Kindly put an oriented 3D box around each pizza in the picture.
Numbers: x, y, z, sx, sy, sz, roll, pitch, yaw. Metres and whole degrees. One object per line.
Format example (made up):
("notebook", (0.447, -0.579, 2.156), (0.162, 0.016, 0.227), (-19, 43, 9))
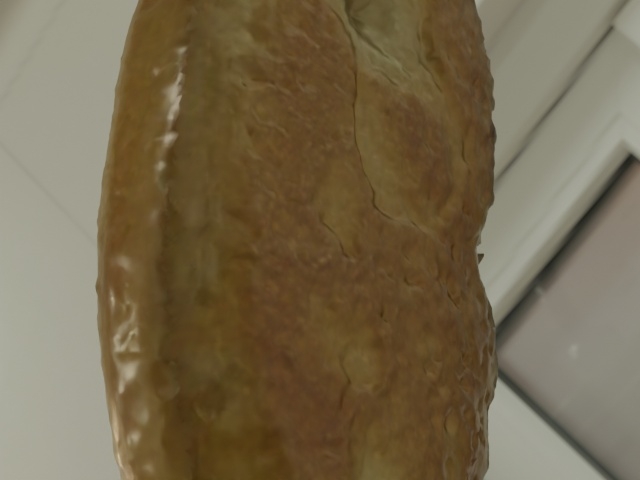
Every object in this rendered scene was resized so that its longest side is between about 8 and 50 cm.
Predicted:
("pizza", (0.000, 0.000, 0.569), (0.073, 0.365, 0.182), (-13, -19, 36))
